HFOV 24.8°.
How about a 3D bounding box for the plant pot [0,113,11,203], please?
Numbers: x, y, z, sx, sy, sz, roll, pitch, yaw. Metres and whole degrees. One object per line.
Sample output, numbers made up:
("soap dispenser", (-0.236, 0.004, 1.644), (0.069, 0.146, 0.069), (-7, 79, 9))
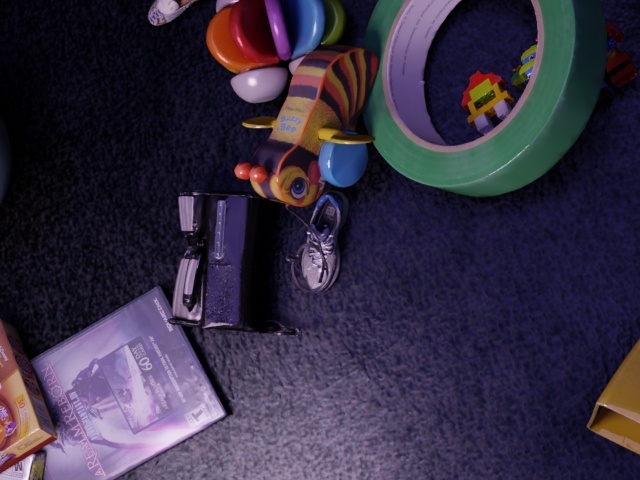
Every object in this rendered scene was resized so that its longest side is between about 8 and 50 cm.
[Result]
("plant pot", (-0.525, -0.104, 1.922), (0.290, 0.195, 0.290), (-1, 86, 13))

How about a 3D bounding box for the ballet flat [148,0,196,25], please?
("ballet flat", (-0.187, -0.328, 1.940), (0.114, 0.041, 0.041), (-31, 81, 9))

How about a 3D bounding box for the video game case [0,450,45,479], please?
("video game case", (-0.490, 0.367, 1.953), (0.232, 0.042, 0.210), (7, 89, 19))

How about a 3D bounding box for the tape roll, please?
("tape roll", (0.189, -0.215, 1.755), (0.321, 0.077, 0.321), (-10, 75, 40))

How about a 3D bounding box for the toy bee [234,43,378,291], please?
("toy bee", (-0.019, -0.104, 1.762), (0.195, 0.162, 0.298), (-14, 72, 39))

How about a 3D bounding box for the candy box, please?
("candy box", (-0.429, 0.206, 1.917), (0.109, 0.053, 0.187), (-31, 60, 6))

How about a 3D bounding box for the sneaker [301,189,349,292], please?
("sneaker", (0.000, 0.000, 1.869), (0.052, 0.058, 0.135), (8, 89, 13))

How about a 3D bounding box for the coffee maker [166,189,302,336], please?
("coffee maker", (-0.105, 0.027, 1.874), (0.171, 0.120, 0.178), (6, 89, -11))

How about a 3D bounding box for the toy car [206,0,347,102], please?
("toy car", (-0.059, -0.271, 1.858), (0.182, 0.136, 0.159), (-14, 83, 11))

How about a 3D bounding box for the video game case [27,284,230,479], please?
("video game case", (-0.282, 0.211, 1.937), (0.274, 0.026, 0.196), (-30, 81, 8))

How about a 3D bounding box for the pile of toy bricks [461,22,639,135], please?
("pile of toy bricks", (0.283, -0.211, 1.809), (0.212, 0.118, 0.105), (-35, 51, 24))

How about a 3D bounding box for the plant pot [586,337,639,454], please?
("plant pot", (0.452, 0.170, 1.694), (0.212, 0.212, 0.187), (26, 79, 13))
